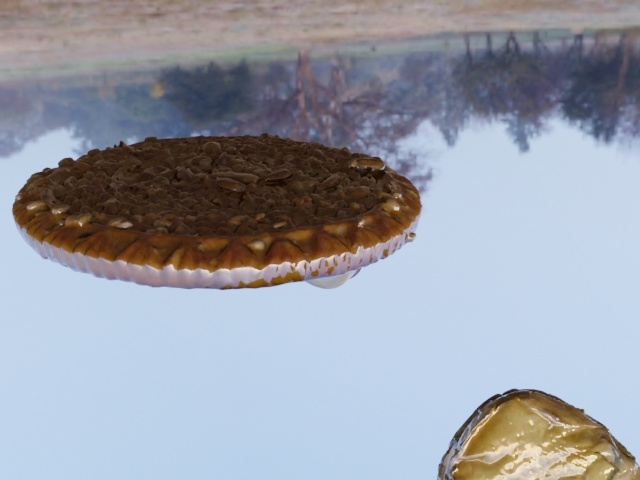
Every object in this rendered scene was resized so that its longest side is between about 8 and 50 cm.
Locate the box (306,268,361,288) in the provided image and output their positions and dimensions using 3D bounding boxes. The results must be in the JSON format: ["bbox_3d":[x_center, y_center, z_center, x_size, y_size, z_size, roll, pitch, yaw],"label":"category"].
[{"bbox_3d":[0.000,0.000,0.922,0.106,0.105,0.037,11,-143,36],"label":"box"}]

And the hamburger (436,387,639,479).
[{"bbox_3d":[0.319,0.359,1.268,0.283,0.259,0.144,41,-178,11],"label":"hamburger"}]

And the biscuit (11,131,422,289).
[{"bbox_3d":[-0.074,-0.037,0.653,0.305,0.038,0.305,1,-160,0],"label":"biscuit"}]
